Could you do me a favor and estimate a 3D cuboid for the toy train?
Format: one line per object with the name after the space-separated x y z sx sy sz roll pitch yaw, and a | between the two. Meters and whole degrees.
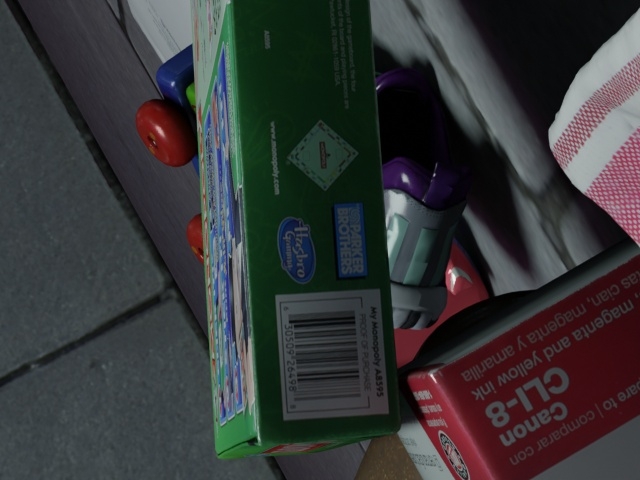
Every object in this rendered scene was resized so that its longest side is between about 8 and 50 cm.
0.000 0.000 1.153 0.143 0.105 0.248 32 152 46 | toy train

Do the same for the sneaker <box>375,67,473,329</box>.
0.026 -0.059 0.947 0.223 0.083 0.098 -115 38 -48 | sneaker

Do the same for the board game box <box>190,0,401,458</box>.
-0.019 -0.086 0.687 0.213 0.046 0.317 125 141 -81 | board game box

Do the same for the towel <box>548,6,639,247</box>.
0.133 0.021 0.400 0.197 0.029 0.144 38 169 4 | towel

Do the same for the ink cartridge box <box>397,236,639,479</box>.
0.117 0.088 0.595 0.176 0.127 0.128 60 171 2 | ink cartridge box

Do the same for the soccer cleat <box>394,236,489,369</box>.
0.054 0.064 1.075 0.095 0.083 0.248 60 175 42 | soccer cleat

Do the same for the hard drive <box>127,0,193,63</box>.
-0.093 -0.179 1.279 0.210 0.040 0.318 57 171 26 | hard drive

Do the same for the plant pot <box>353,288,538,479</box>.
0.087 0.138 0.780 0.215 0.215 0.230 -127 26 -45 | plant pot
